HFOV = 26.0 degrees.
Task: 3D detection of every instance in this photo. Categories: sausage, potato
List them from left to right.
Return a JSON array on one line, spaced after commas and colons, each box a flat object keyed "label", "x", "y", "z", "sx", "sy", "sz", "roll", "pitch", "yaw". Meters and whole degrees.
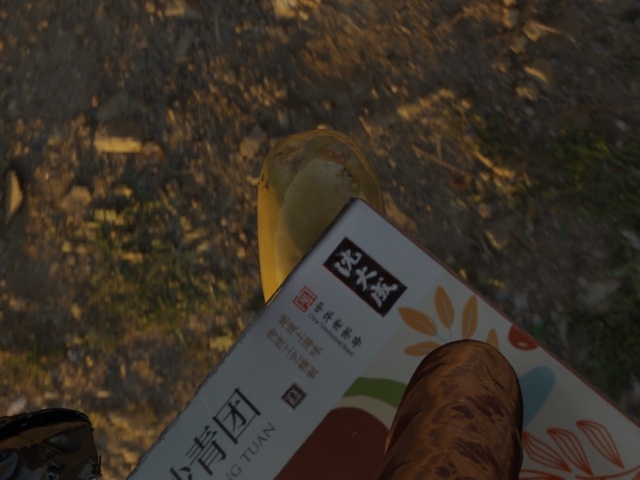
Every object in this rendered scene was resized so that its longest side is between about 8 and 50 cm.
[{"label": "potato", "x": 0.000, "y": 0.000, "z": 1.445, "sx": 0.150, "sy": 0.146, "sz": 0.234, "roll": -14, "pitch": 104, "yaw": -40}, {"label": "sausage", "x": 0.055, "y": 0.159, "z": 0.724, "sx": 0.088, "sy": 0.433, "sz": 0.088, "roll": 5, "pitch": 112, "yaw": 13}]

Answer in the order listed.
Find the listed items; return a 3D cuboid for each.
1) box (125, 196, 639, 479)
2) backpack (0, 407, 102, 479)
[{"label": "box", "x": 0.062, "y": 0.216, "z": 0.995, "sx": 0.344, "sy": 0.385, "sz": 0.122, "roll": -52, "pitch": 141, "yaw": 4}, {"label": "backpack", "x": -0.276, "y": 0.210, "z": 1.249, "sx": 0.165, "sy": 0.120, "sz": 0.106, "roll": -6, "pitch": 87, "yaw": -49}]
